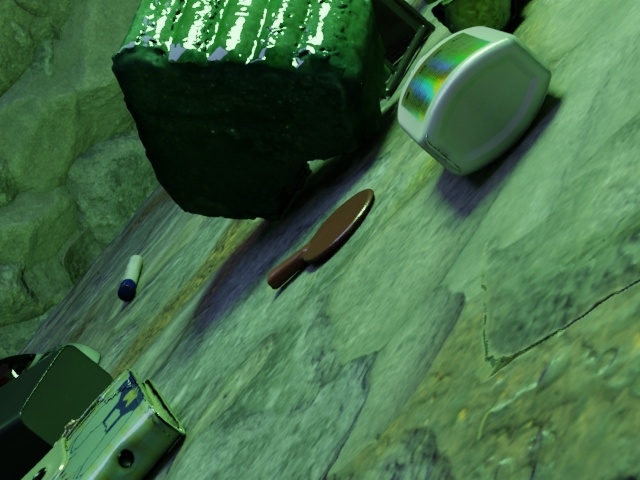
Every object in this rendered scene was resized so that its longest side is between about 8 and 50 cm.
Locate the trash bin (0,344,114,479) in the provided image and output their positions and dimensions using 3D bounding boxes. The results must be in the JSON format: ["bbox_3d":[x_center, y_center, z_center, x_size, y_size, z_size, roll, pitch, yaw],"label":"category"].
[{"bbox_3d":[-0.408,0.259,1.816,0.225,0.115,0.165,-37,18,43],"label":"trash bin"}]

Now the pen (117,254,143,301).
[{"bbox_3d":[-0.360,0.069,2.464,0.033,0.033,0.269,-48,11,7],"label":"pen"}]

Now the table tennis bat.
[{"bbox_3d":[0.000,0.000,1.326,0.154,0.019,0.098,-41,15,28],"label":"table tennis bat"}]

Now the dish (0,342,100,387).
[{"bbox_3d":[-0.501,0.257,2.136,0.273,0.134,0.273,-47,13,14],"label":"dish"}]

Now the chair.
[{"bbox_3d":[0.057,-0.288,1.734,0.154,0.141,0.260,-35,20,51],"label":"chair"}]

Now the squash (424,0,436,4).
[{"bbox_3d":[0.196,-0.328,1.480,0.189,0.189,0.260,-49,-30,1],"label":"squash"}]

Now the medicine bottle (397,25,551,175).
[{"bbox_3d":[0.122,-0.126,1.106,0.115,0.078,0.219,-50,11,7],"label":"medicine bottle"}]

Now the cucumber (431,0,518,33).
[{"bbox_3d":[0.170,-0.248,1.408,0.078,0.062,0.211,-31,6,6],"label":"cucumber"}]

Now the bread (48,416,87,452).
[{"bbox_3d":[-0.319,0.261,1.661,0.070,0.035,0.083,-56,16,-25],"label":"bread"}]

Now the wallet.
[{"bbox_3d":[-0.271,0.274,1.325,0.309,0.077,0.223,-48,14,-3],"label":"wallet"}]

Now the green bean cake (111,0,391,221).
[{"bbox_3d":[-0.068,-0.167,1.578,0.308,0.300,0.169,77,-157,-51],"label":"green bean cake"}]
